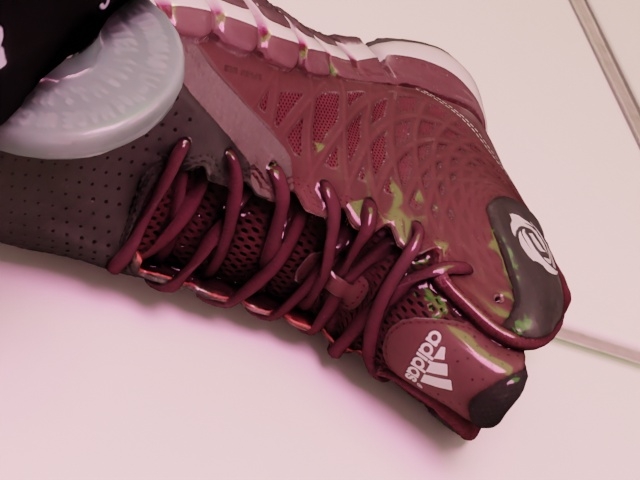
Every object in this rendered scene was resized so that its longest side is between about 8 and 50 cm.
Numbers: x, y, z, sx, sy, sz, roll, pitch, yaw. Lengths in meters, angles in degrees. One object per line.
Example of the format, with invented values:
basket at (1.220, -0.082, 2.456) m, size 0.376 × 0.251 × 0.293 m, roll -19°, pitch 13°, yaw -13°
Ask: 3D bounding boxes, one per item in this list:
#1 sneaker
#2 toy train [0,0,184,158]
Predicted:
sneaker at (0.000, 0.000, 0.692) m, size 0.281 × 0.106 × 0.162 m, roll -4°, pitch 51°, yaw -47°
toy train at (-0.170, -0.057, 0.517) m, size 0.190 × 0.142 × 0.334 m, roll 27°, pitch 52°, yaw 21°
